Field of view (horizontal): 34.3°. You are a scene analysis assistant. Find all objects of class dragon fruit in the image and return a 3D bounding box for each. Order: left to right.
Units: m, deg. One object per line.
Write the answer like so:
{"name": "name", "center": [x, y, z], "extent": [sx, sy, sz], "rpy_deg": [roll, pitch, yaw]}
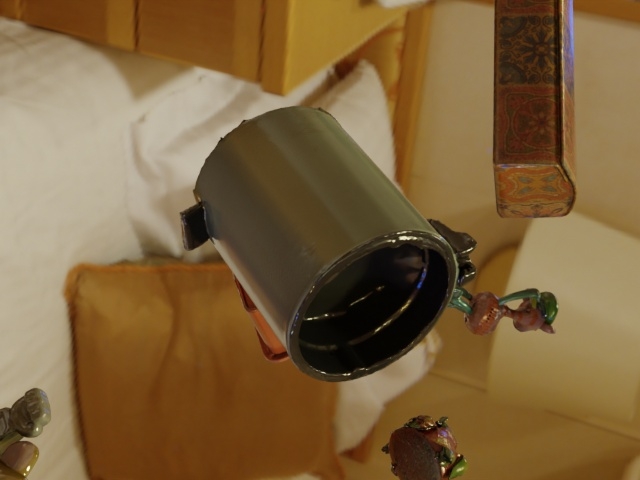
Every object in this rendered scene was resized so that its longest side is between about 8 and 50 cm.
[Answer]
{"name": "dragon fruit", "center": [0.157, 0.312, 1.556], "extent": [0.175, 0.142, 0.138], "rpy_deg": [-22, 120, -60]}

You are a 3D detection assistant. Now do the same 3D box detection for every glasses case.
{"name": "glasses case", "center": [0.136, -0.128, 0.657], "extent": [0.075, 0.049, 0.218], "rpy_deg": [66, 26, -64]}

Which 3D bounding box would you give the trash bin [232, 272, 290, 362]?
{"name": "trash bin", "center": [-0.036, 0.069, 1.575], "extent": [0.238, 0.184, 0.161], "rpy_deg": [65, 5, -68]}

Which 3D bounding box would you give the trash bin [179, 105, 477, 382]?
{"name": "trash bin", "center": [0.000, 0.000, 1.217], "extent": [0.277, 0.262, 0.217], "rpy_deg": [-21, 137, -18]}

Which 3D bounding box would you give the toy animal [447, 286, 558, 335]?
{"name": "toy animal", "center": [0.289, 0.102, 1.657], "extent": [0.103, 0.208, 0.100], "rpy_deg": [122, -26, -44]}

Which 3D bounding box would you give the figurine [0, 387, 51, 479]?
{"name": "figurine", "center": [-0.505, 0.356, 1.447], "extent": [0.167, 0.285, 0.342], "rpy_deg": [20, 86, -53]}
